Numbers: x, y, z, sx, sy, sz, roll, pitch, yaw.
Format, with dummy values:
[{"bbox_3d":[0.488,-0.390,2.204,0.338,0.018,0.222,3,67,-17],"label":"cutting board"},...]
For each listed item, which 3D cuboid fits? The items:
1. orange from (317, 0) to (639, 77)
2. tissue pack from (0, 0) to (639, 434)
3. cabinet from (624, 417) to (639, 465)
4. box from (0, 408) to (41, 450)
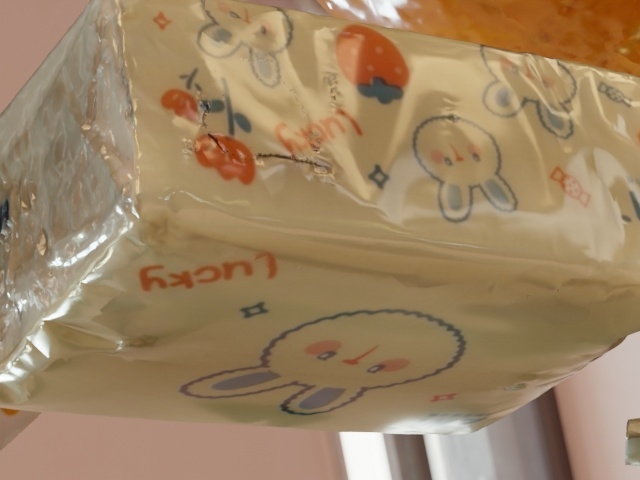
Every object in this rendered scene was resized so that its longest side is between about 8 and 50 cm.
[{"bbox_3d":[0.161,-0.269,0.948,0.423,0.424,0.326,-11,-146,-2],"label":"orange"},{"bbox_3d":[0.000,0.000,0.549,0.196,0.092,0.148,5,153,-29],"label":"tissue pack"},{"bbox_3d":[0.282,0.164,0.736,0.318,0.290,0.227,4,147,9],"label":"cabinet"},{"bbox_3d":[-0.278,0.000,0.956,0.091,0.221,0.274,-44,-146,-21],"label":"box"}]
